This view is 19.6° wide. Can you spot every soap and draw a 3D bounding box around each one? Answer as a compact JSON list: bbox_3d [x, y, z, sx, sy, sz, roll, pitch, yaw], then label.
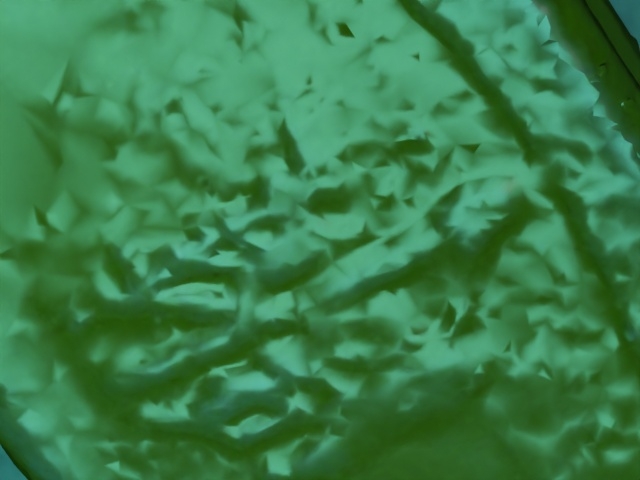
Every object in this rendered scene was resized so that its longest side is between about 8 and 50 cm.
[{"bbox_3d":[0.000,0.000,0.482,0.199,0.091,0.315,-31,106,11],"label":"soap"}]
